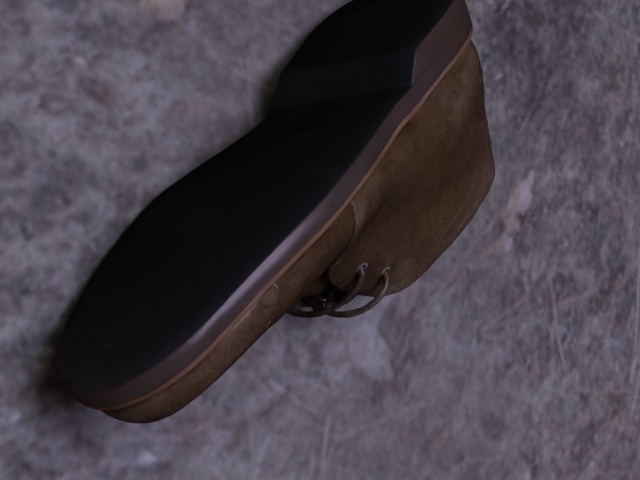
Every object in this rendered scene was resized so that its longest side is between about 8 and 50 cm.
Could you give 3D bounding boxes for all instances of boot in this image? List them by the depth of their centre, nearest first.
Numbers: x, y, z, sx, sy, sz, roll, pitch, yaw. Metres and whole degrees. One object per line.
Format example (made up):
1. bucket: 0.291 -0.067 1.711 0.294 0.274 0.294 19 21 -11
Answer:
1. boot: 0.000 0.000 0.848 0.305 0.112 0.115 -48 126 -41
